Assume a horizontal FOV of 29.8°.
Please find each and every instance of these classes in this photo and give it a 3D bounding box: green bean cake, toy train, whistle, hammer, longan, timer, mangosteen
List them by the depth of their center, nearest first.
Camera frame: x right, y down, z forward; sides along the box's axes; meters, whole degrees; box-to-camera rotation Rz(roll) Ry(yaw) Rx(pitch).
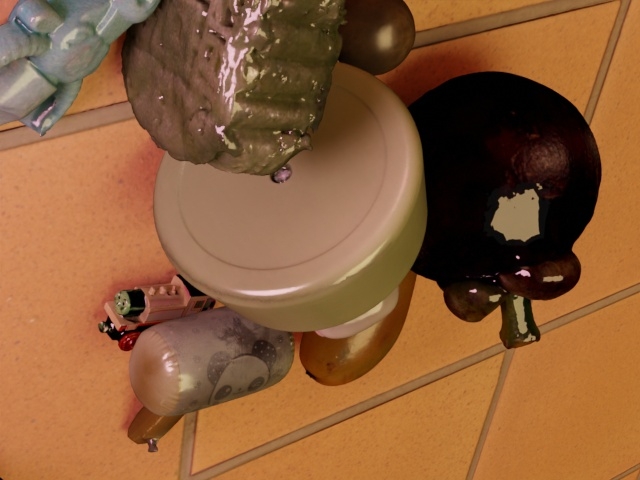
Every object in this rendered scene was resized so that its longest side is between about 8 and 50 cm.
[{"bbox_3d":[-0.254,-0.179,1.095,0.274,0.093,0.186,-42,170,1],"label":"whistle"},{"bbox_3d":[-0.087,-0.187,1.138,0.125,0.222,0.227,-7,125,-41],"label":"green bean cake"},{"bbox_3d":[0.047,-0.231,1.340,0.119,0.106,0.106,-8,146,16],"label":"longan"},{"bbox_3d":[0.000,0.000,1.354,0.291,0.291,0.315,-41,149,-7],"label":"timer"},{"bbox_3d":[-0.194,0.083,1.426,0.138,0.050,0.087,-4,134,-41],"label":"toy train"},{"bbox_3d":[-0.171,0.184,1.467,0.202,0.113,0.305,-9,155,-37],"label":"hammer"},{"bbox_3d":[0.208,-0.056,1.473,0.297,0.313,0.297,-11,135,-11],"label":"mangosteen"}]

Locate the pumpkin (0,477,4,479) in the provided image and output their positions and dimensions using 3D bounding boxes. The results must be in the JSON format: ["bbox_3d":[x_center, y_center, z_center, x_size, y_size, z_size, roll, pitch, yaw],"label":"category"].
[{"bbox_3d":[-0.444,0.364,1.364,0.238,0.159,0.238,-21,135,-23],"label":"pumpkin"}]

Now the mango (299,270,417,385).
[{"bbox_3d":[0.062,0.086,1.636,0.138,0.113,0.253,21,101,-47],"label":"mango"}]
